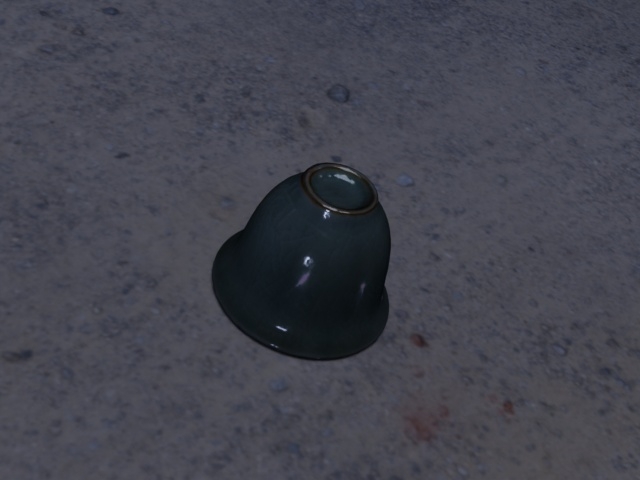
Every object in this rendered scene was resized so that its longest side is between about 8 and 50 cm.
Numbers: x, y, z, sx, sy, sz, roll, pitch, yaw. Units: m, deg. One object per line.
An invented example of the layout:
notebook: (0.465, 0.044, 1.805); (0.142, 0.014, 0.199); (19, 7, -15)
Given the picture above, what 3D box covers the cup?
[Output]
cup: (0.000, 0.000, 0.931); (0.199, 0.150, 0.199); (12, 40, -11)
